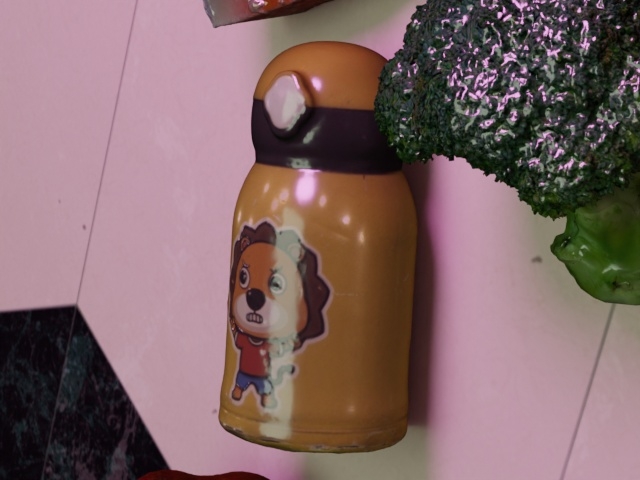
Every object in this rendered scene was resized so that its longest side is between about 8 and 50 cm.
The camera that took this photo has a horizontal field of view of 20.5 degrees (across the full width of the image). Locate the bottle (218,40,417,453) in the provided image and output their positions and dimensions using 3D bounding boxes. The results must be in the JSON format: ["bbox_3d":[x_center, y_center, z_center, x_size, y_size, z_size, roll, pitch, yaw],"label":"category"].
[{"bbox_3d":[0.000,0.000,1.569,0.171,0.171,0.351,8,99,44],"label":"bottle"}]

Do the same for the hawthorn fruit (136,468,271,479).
[{"bbox_3d":[-0.116,0.342,1.701,0.224,0.224,0.261,51,147,30],"label":"hawthorn fruit"}]

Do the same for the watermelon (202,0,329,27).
[{"bbox_3d":[0.015,-0.299,1.582,0.256,0.139,0.193,0,102,38],"label":"watermelon"}]

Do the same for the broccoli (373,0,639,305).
[{"bbox_3d":[0.188,-0.101,1.341,0.297,0.297,0.297,19,133,43],"label":"broccoli"}]
